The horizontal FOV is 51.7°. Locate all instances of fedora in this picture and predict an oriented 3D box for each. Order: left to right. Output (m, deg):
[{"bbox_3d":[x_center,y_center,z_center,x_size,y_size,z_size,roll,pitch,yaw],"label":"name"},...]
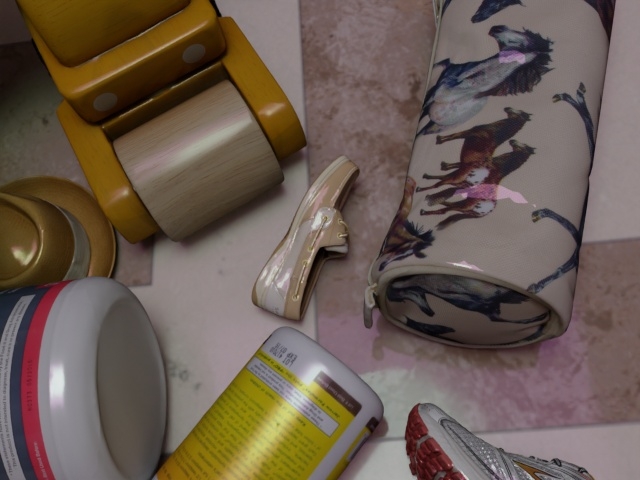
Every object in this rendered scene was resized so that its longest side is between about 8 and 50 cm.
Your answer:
[{"bbox_3d":[-0.306,0.006,0.663,0.194,0.079,0.194,-3,67,7],"label":"fedora"}]

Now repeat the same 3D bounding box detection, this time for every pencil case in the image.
[{"bbox_3d":[0.156,-0.105,0.601,0.183,0.160,0.410,7,68,21],"label":"pencil case"}]

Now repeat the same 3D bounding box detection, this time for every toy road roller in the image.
[{"bbox_3d":[-0.179,-0.185,0.636,0.202,0.240,0.329,-30,67,-5],"label":"toy road roller"}]

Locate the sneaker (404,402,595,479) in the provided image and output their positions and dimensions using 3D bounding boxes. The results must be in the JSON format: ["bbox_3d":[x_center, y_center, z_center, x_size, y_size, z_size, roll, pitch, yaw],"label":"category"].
[{"bbox_3d":[0.162,0.208,0.523,0.225,0.088,0.093,38,57,20],"label":"sneaker"}]

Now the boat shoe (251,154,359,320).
[{"bbox_3d":[0.000,0.000,0.636,0.059,0.063,0.170,28,83,15],"label":"boat shoe"}]

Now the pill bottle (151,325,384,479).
[{"bbox_3d":[-0.054,0.184,0.533,0.117,0.117,0.215,35,76,19],"label":"pill bottle"}]

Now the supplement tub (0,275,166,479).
[{"bbox_3d":[-0.283,0.139,0.543,0.272,0.191,0.191,-8,67,4],"label":"supplement tub"}]
